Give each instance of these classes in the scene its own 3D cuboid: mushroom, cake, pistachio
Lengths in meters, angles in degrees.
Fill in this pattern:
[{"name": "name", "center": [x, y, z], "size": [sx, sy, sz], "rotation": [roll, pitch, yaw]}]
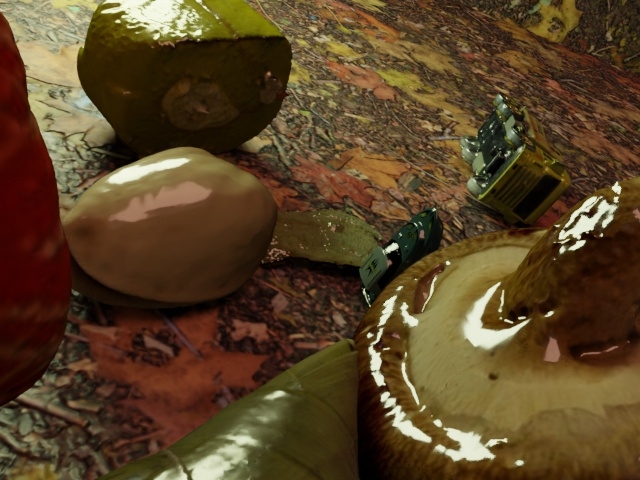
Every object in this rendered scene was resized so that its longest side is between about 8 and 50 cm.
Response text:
[{"name": "mushroom", "center": [0.173, 0.115, 0.496], "size": [0.345, 0.345, 0.239], "rotation": [-32, 93, -51]}, {"name": "cake", "center": [-0.167, -0.203, 0.791], "size": [0.260, 0.179, 0.156], "rotation": [-18, 52, -41]}, {"name": "pistachio", "center": [-0.139, -0.013, 0.602], "size": [0.223, 0.126, 0.152], "rotation": [-9, 81, -38]}]

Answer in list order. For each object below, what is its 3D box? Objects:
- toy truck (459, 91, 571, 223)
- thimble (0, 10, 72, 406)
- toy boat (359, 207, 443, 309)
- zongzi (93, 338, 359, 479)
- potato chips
[{"name": "toy truck", "center": [0.334, -0.134, 1.054], "size": [0.157, 0.124, 0.272], "rotation": [30, 30, -9]}, {"name": "thimble", "center": [-0.322, -0.024, 0.328], "size": [0.350, 0.350, 0.230], "rotation": [39, 35, 21]}, {"name": "toy boat", "center": [0.089, 0.021, 0.675], "size": [0.060, 0.141, 0.055], "rotation": [15, 34, -26]}, {"name": "zongzi", "center": [0.014, 0.181, 0.330], "size": [0.273, 0.145, 0.300], "rotation": [28, 42, 35]}, {"name": "potato chips", "center": [0.000, 0.000, 0.755], "size": [0.142, 0.026, 0.209], "rotation": [39, 35, 26]}]
